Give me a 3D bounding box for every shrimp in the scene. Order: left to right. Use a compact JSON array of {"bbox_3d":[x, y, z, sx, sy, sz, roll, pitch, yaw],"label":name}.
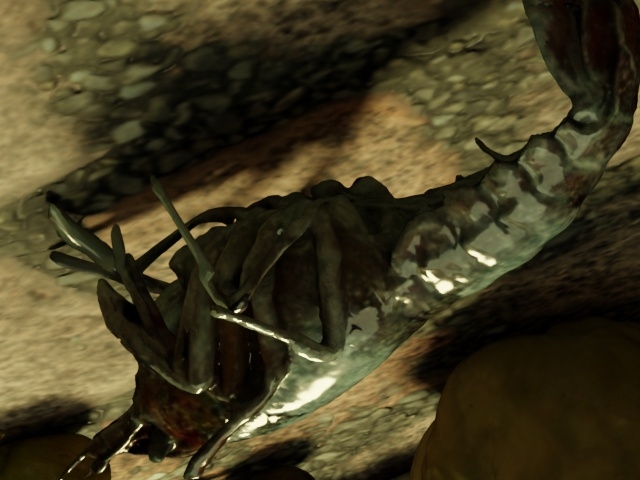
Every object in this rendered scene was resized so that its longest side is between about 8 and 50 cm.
[{"bbox_3d":[0.000,0.005,1.039,0.410,0.166,0.221,-24,-178,23],"label":"shrimp"}]

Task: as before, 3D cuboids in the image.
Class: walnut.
[{"bbox_3d":[0.204,0.196,1.424,0.253,0.277,0.282,-9,140,-32],"label":"walnut"}]

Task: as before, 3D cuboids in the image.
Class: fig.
[{"bbox_3d":[-0.195,0.162,1.328,0.098,0.082,0.084,34,153,-18],"label":"fig"}]

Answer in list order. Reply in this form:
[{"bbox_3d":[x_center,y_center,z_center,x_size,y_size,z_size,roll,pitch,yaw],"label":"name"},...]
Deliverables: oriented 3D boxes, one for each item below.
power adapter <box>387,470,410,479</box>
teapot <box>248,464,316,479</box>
[{"bbox_3d":[0.064,0.285,1.680,0.255,0.124,0.187,-26,153,18],"label":"power adapter"},{"bbox_3d":[-0.053,0.213,1.513,0.110,0.085,0.080,18,140,-22],"label":"teapot"}]
